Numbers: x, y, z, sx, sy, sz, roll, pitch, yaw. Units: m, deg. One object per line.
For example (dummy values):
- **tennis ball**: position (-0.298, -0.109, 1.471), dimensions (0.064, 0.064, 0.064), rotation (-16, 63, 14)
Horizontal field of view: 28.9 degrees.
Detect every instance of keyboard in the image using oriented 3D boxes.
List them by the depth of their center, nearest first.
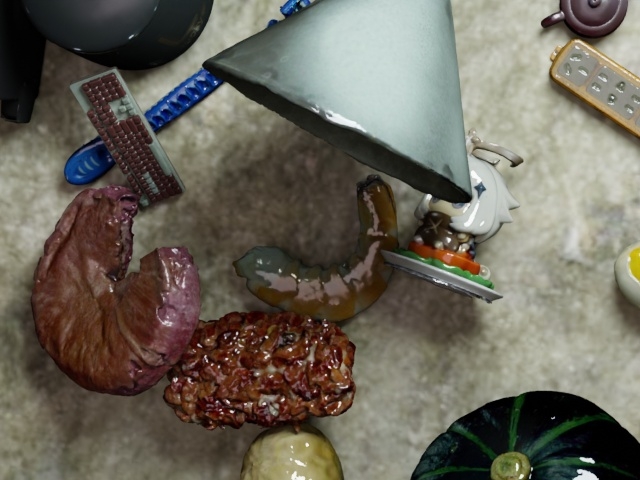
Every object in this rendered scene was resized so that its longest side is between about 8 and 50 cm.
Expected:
- **keyboard**: position (-0.196, -0.101, 1.258), dimensions (0.055, 0.017, 0.166), rotation (-16, 130, 13)

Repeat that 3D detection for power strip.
- **power strip**: position (0.300, -0.135, 1.203), dimensions (0.178, 0.028, 0.049), rotation (35, 101, 4)

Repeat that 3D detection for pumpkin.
- **pumpkin**: position (0.212, 0.284, 1.191), dimensions (0.248, 0.248, 0.248), rotation (1, 97, 10)

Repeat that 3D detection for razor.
- **razor**: position (-0.131, -0.147, 1.273), dimensions (0.324, 0.056, 0.093), rotation (-28, 128, 17)

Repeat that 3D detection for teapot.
- **teapot**: position (0.259, -0.227, 1.190), dimensions (0.100, 0.045, 0.068), rotation (-23, 91, 12)

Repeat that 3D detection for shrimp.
- **shrimp**: position (0.000, 0.000, 1.268), dimensions (0.161, 0.049, 0.166), rotation (19, 99, 5)

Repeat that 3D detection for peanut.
- **peanut**: position (-0.020, 0.305, 1.273), dimensions (0.110, 0.120, 0.236), rotation (-10, 91, -4)

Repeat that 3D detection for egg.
- **egg**: position (0.324, 0.037, 1.199), dimensions (0.071, 0.071, 0.083), rotation (-35, 92, 13)

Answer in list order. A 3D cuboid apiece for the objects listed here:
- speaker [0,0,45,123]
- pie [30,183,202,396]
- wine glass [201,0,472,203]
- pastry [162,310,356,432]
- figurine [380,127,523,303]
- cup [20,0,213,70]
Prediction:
- **speaker**: position (-0.382, -0.250, 1.212), dimensions (0.184, 0.232, 0.254), rotation (11, 99, 10)
- **pie**: position (-0.214, 0.054, 1.268), dimensions (0.218, 0.054, 0.204), rotation (30, 102, 34)
- **wine glass**: position (0.099, -0.266, 1.098), dimensions (0.267, 0.267, 0.406), rotation (26, 88, 6)
- **pastry**: position (-0.061, 0.131, 1.263), dimensions (0.208, 0.097, 0.115), rotation (-6, 109, 18)
- **figurine**: position (0.142, -0.027, 1.212), dimensions (0.132, 0.132, 0.154), rotation (21, 88, 7)
- **cup**: position (-0.182, -0.271, 1.202), dimensions (0.223, 0.176, 0.169), rotation (-45, 85, 13)
